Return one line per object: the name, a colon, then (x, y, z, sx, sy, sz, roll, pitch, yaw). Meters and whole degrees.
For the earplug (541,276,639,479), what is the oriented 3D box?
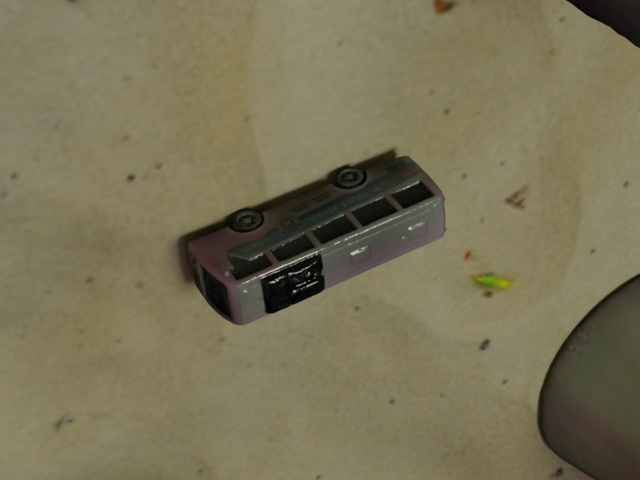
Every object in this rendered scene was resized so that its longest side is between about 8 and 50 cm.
earplug: (0.292, 0.161, 0.862, 0.172, 0.301, 0.172, -18, 130, -23)

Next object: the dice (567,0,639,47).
dice: (0.238, -0.205, 0.571, 0.270, 0.270, 0.271, -1, 122, -33)

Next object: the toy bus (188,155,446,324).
toy bus: (0.000, 0.000, 0.720, 0.130, 0.052, 0.037, -23, 135, -18)
